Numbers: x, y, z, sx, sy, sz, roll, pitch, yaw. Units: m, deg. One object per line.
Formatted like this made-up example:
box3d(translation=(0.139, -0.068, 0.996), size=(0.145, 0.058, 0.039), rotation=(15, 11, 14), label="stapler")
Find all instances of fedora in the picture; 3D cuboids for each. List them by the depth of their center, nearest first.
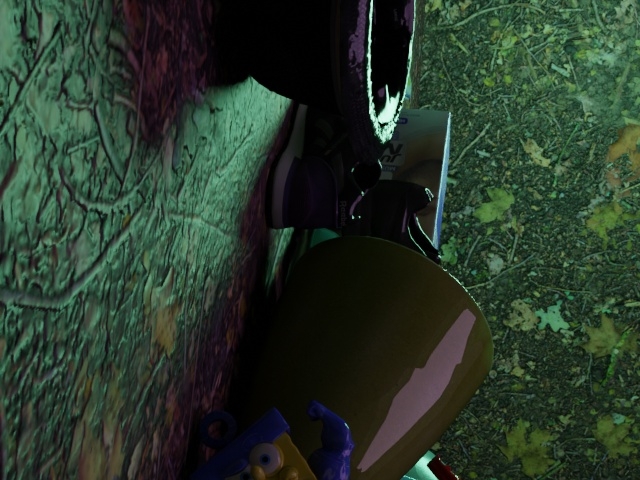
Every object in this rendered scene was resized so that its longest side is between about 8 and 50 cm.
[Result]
box3d(translation=(0.003, -0.229, 1.184), size=(0.334, 0.153, 0.334), rotation=(5, 90, -78), label="fedora")

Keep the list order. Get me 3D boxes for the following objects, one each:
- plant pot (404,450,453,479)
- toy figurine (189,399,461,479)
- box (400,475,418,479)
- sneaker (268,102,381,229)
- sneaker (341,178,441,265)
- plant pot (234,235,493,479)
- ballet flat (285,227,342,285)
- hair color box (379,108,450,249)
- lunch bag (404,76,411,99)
box3d(translation=(0.098, 0.434, 1.930), size=(0.293, 0.293, 0.196), rotation=(43, 25, -79), label="plant pot")
box3d(translation=(-0.066, 0.275, 1.127), size=(0.362, 0.217, 0.191), rotation=(-38, 169, -11), label="toy figurine")
box3d(translation=(0.073, 0.393, 1.731), size=(0.060, 0.244, 0.100), rotation=(-44, -150, 53), label="box")
box3d(translation=(0.020, -0.101, 1.473), size=(0.283, 0.124, 0.107), rotation=(-75, 167, -50), label="sneaker")
box3d(translation=(0.095, 0.055, 1.523), size=(0.109, 0.130, 0.286), rotation=(-58, 148, -70), label="sneaker")
box3d(translation=(0.021, 0.192, 1.336), size=(0.293, 0.275, 0.274), rotation=(-54, 153, -40), label="plant pot")
box3d(translation=(0.000, 0.000, 1.611), size=(0.248, 0.086, 0.086), rotation=(-71, 164, -53), label="ballet flat")
box3d(translation=(0.101, -0.057, 1.833), size=(0.110, 0.185, 0.338), rotation=(82, 15, -55), label="hair color box")
box3d(translation=(0.095, -0.331, 1.873), size=(0.176, 0.090, 0.219), rotation=(-24, 109, -77), label="lunch bag")
